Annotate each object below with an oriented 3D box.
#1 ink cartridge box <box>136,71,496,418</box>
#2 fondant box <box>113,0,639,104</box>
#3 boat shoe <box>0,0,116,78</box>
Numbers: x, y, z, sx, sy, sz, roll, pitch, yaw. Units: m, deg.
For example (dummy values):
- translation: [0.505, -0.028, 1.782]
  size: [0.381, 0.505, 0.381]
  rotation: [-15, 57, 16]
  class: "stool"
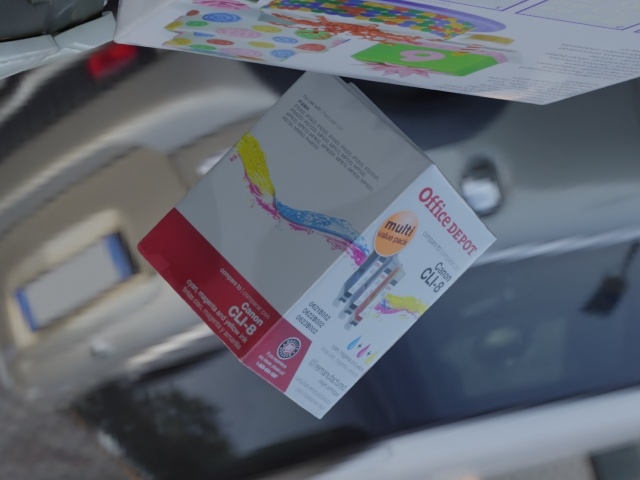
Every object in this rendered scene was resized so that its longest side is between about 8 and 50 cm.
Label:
- translation: [0.000, 0.000, 1.134]
  size: [0.176, 0.127, 0.128]
  rotation: [-46, 146, 0]
  class: "ink cartridge box"
- translation: [0.072, -0.137, 0.715]
  size: [0.238, 0.096, 0.330]
  rotation: [6, 173, -21]
  class: "fondant box"
- translation: [-0.220, -0.154, 1.147]
  size: [0.109, 0.091, 0.305]
  rotation: [-16, -171, 13]
  class: "boat shoe"
